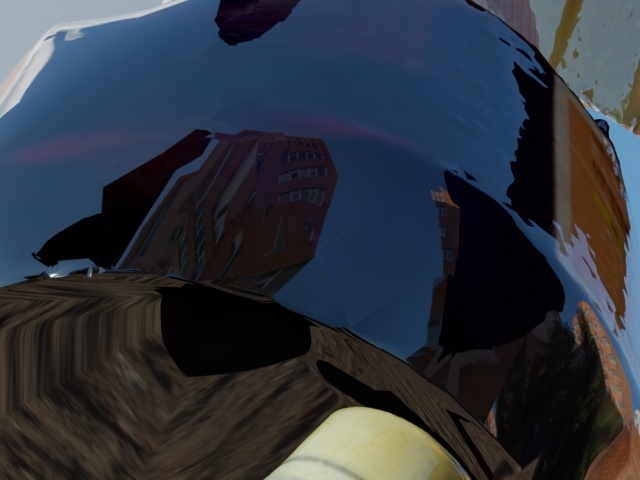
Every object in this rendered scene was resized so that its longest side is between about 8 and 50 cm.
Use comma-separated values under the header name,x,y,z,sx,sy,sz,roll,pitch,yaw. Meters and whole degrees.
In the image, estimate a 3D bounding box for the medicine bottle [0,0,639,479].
name,x,y,z,sx,sy,sz,roll,pitch,yaw
medicine bottle,0.000,0.000,0.636,0.242,0.395,0.243,5,-60,10

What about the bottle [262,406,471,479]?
name,x,y,z,sx,sy,sz,roll,pitch,yaw
bottle,-0.062,0.126,0.266,0.083,0.270,0.083,28,-36,23

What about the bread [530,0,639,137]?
name,x,y,z,sx,sy,sz,roll,pitch,yaw
bread,0.278,-0.181,1.072,0.279,0.207,0.279,4,-72,-27
